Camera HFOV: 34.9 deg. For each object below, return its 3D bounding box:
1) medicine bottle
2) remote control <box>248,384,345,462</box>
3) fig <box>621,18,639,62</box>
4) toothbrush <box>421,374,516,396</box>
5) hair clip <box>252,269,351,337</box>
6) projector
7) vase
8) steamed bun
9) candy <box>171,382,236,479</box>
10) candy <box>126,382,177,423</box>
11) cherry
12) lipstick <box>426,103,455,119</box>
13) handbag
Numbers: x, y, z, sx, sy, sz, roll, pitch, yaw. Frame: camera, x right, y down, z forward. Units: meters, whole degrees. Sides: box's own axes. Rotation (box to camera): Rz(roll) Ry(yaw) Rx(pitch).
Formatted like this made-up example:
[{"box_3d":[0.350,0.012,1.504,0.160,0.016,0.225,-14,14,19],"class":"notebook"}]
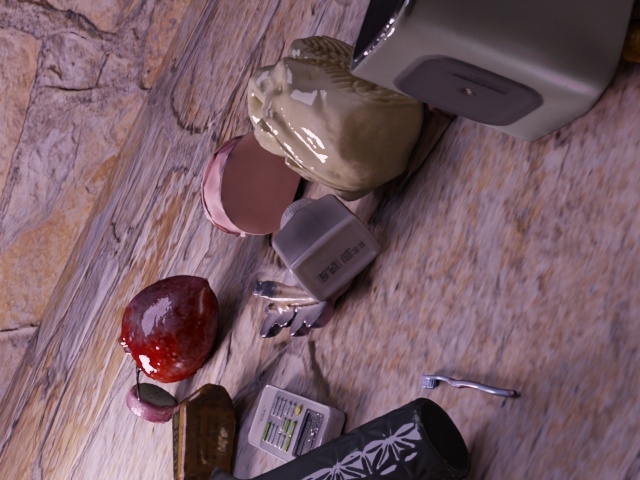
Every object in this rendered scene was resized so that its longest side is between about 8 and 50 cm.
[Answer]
[{"box_3d":[0.000,0.000,1.570,0.132,0.088,0.188,-41,23,1],"class":"medicine bottle"},{"box_3d":[-0.040,0.284,1.542,0.250,0.034,0.103,4,74,65],"class":"remote control"},{"box_3d":[0.351,-0.221,1.144,0.083,0.050,0.050,-149,82,-85],"class":"fig"},{"box_3d":[0.173,0.174,1.212,0.193,0.013,0.019,-7,70,63],"class":"toothbrush"},{"box_3d":[-0.033,0.090,1.653,0.257,0.075,0.146,-4,51,56],"class":"hair clip"},{"box_3d":[0.201,-0.284,1.197,0.248,0.249,0.248,147,140,-74],"class":"projector"},{"box_3d":[0.034,0.311,1.197,0.301,0.156,0.251,-37,76,22],"class":"vase"},{"box_3d":[0.016,-0.184,1.567,0.289,0.276,0.203,38,119,40],"class":"steamed bun"},{"box_3d":[-0.203,0.378,1.731,0.143,0.101,0.271,138,140,-55],"class":"candy"},{"box_3d":[-0.340,0.327,2.049,0.043,0.103,0.103,-62,25,14],"class":"candy"},{"box_3d":[-0.283,0.164,1.981,0.249,0.175,0.192,-55,36,23],"class":"cherry"},{"box_3d":[0.207,-0.245,1.455,0.145,0.045,0.045,-56,25,26],"class":"lipstick"},{"box_3d":[-0.126,-0.105,1.881,0.116,0.179,0.205,16,86,59],"class":"handbag"}]
